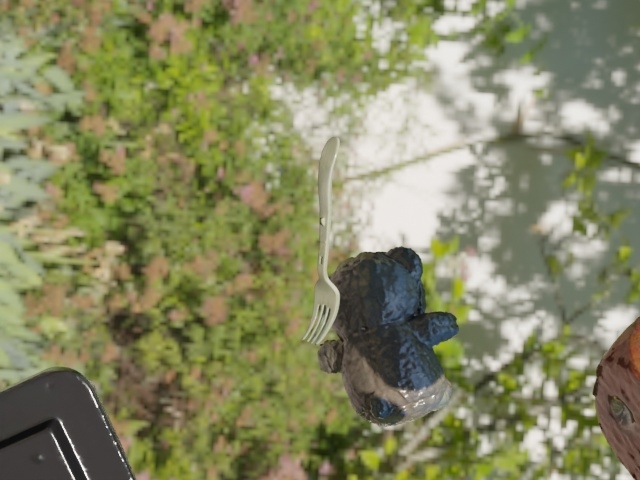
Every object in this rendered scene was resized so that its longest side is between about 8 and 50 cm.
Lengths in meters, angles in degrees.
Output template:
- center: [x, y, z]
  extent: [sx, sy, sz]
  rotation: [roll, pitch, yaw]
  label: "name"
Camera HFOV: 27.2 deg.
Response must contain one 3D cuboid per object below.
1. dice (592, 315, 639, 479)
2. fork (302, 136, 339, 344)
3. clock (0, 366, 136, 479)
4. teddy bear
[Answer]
- center: [0.397, 0.167, 1.378]
  extent: [0.179, 0.174, 0.175]
  rotation: [47, -23, 30]
  label: "dice"
- center: [0.005, 0.000, 1.382]
  extent: [0.034, 0.028, 0.219]
  rotation: [19, -71, 50]
  label: "fork"
- center: [-0.283, 0.281, 1.185]
  extent: [0.049, 0.279, 0.273]
  rotation: [-79, 144, -83]
  label: "clock"
- center: [0.096, 0.151, 2.017]
  extent: [0.151, 0.236, 0.267]
  rotation: [25, 47, -60]
  label: "teddy bear"
